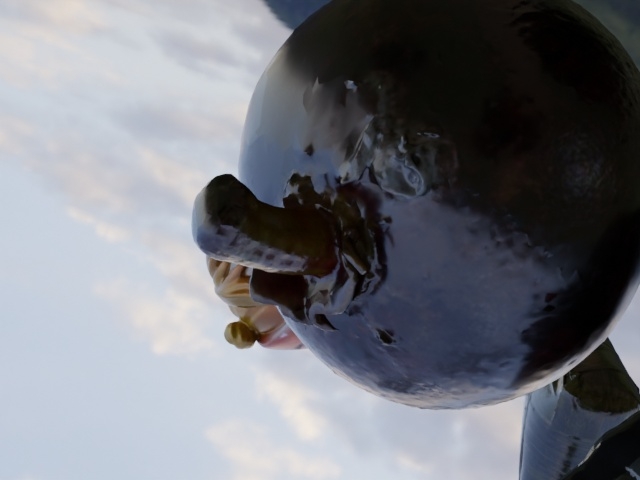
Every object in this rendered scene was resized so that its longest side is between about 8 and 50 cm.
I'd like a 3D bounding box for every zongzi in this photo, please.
[{"bbox_3d":[0.256,0.194,1.432,0.111,0.248,0.241,9,-152,-3],"label":"zongzi"}]

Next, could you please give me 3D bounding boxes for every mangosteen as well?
[{"bbox_3d":[0.042,-0.018,0.682,0.261,0.235,0.235,-18,-138,-41],"label":"mangosteen"}]

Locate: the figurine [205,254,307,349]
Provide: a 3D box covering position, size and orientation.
[{"bbox_3d":[0.004,0.002,1.520,0.196,0.323,0.320,41,-143,-26],"label":"figurine"}]

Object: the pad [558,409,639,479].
[{"bbox_3d":[0.230,0.088,0.667,0.022,0.233,0.174,55,171,-24],"label":"pad"}]
